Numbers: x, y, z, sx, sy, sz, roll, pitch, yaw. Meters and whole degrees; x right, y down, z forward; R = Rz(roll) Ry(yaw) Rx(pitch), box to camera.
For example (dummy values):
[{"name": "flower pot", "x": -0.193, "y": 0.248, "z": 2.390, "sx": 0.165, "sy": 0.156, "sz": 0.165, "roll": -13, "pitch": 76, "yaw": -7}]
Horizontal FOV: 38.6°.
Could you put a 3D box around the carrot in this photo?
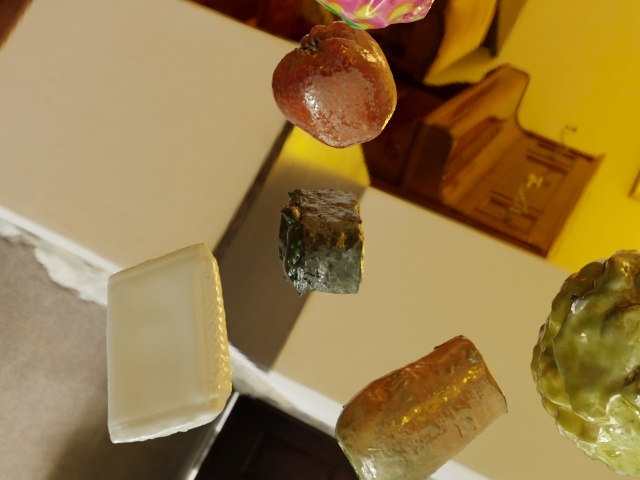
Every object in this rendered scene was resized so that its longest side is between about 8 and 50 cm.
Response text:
[{"name": "carrot", "x": 0.202, "y": 0.358, "z": 1.857, "sx": 0.341, "sy": 0.224, "sz": 0.224, "roll": -30, "pitch": 156, "yaw": -8}]

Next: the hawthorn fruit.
[{"name": "hawthorn fruit", "x": 0.023, "y": -0.171, "z": 1.029, "sx": 0.138, "sy": 0.133, "sz": 0.132, "roll": 54, "pitch": 53, "yaw": -27}]

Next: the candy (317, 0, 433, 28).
[{"name": "candy", "x": 0.119, "y": -0.237, "z": 0.639, "sx": 0.124, "sy": 0.365, "sz": 0.124, "roll": 2, "pitch": 86, "yaw": -38}]

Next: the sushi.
[{"name": "sushi", "x": 0.000, "y": 0.000, "z": 1.381, "sx": 0.225, "sy": 0.127, "sz": 0.124, "roll": -96, "pitch": -171, "yaw": -65}]

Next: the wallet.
[{"name": "wallet", "x": -0.143, "y": 0.094, "z": 0.851, "sx": 0.032, "sy": 0.124, "sz": 0.182, "roll": 50, "pitch": 25, "yaw": -56}]

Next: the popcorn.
[{"name": "popcorn", "x": 0.321, "y": 0.120, "z": 0.932, "sx": 0.233, "sy": 0.192, "sz": 0.266, "roll": -65, "pitch": -161, "yaw": -1}]
